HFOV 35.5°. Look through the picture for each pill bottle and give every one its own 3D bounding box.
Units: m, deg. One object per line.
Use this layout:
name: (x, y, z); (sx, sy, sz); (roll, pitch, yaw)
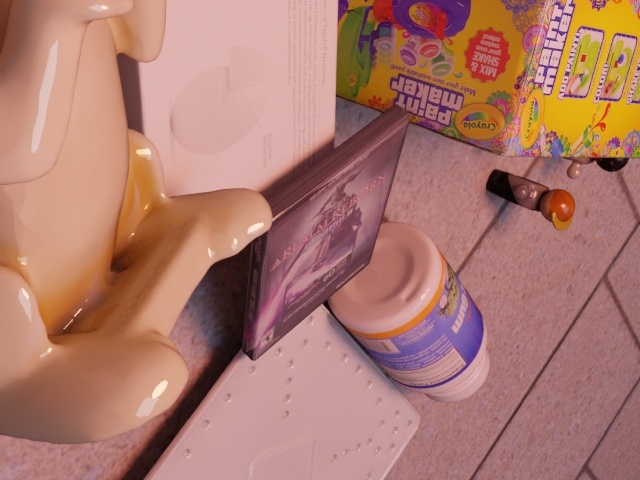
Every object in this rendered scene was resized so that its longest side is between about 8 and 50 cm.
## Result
pill bottle: (0.127, 0.106, 1.298); (0.152, 0.152, 0.272); (-54, 139, -11)

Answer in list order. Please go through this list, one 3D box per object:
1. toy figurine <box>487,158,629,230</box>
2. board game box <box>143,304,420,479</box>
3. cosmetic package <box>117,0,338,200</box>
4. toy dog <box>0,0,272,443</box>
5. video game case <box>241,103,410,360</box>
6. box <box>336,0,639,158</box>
toy figurine: (0.335, -0.146, 1.387); (0.213, 0.148, 0.209); (-39, 134, -27)
board game box: (-0.066, 0.295, 1.259); (0.390, 0.050, 0.390); (-53, 137, -14)
cosmetic package: (-0.108, -0.145, 0.921); (0.225, 0.138, 0.224); (-22, 126, -37)
toy dog: (-0.256, -0.116, 0.676); (0.284, 0.396, 0.407); (-54, 134, -49)
video game case: (0.000, 0.000, 1.045); (0.196, 0.026, 0.274); (-39, 160, -27)
box: (0.183, -0.209, 1.079); (0.279, 0.290, 0.177); (-5, 114, -46)
